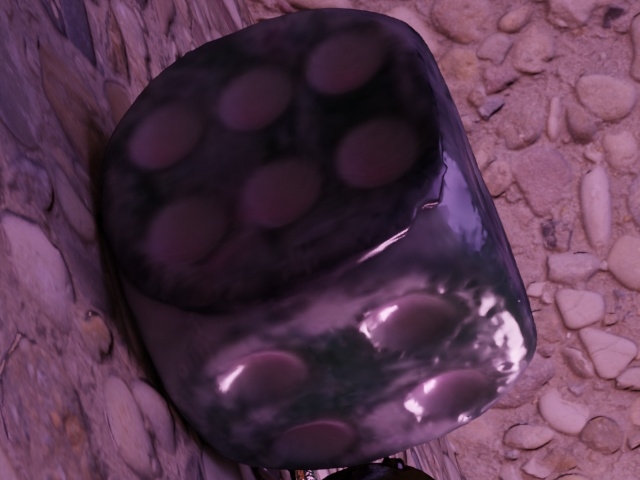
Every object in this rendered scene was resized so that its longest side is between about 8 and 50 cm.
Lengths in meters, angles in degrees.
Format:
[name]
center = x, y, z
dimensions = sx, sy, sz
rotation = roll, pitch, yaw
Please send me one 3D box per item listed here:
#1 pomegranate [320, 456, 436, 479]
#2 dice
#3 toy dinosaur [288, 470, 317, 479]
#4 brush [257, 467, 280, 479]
[pomegranate]
center = 0.054, 0.339, 1.584
dimensions = 0.202, 0.202, 0.248
rotation = -16, 114, -82
[dice]
center = 0.000, 0.000, 1.499
dimensions = 0.348, 0.328, 0.330
rotation = 57, 14, -54
[toy dinosaur]
center = -0.021, 0.248, 1.706
dimensions = 0.187, 0.044, 0.106
rotation = 86, 7, -53
[brush]
center = -0.059, 0.149, 1.741
dimensions = 0.321, 0.050, 0.060
rotation = -100, 170, -50
